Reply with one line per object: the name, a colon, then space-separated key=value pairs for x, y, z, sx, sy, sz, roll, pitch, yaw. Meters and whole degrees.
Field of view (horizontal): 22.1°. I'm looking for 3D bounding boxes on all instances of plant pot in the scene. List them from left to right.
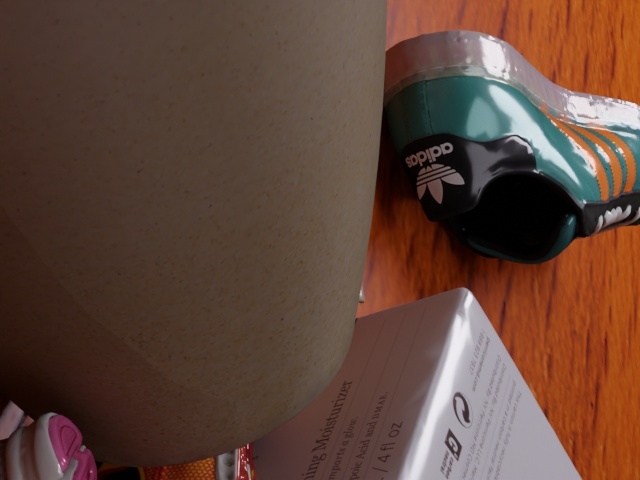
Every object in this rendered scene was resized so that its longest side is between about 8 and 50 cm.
plant pot: x=-0.080 y=-0.064 z=0.562 sx=0.256 sy=0.256 sz=0.274 roll=-70 pitch=151 yaw=-49

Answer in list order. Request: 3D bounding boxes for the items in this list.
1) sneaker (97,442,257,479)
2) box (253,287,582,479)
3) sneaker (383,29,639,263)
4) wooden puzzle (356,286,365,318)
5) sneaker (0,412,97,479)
sneaker: x=-0.058 y=0.076 z=0.677 sx=0.175 sy=0.067 sz=0.064 roll=-88 pitch=168 yaw=-62
box: x=0.039 y=0.153 z=0.740 sx=0.182 sy=0.119 sz=0.181 roll=58 pitch=31 yaw=-24
sneaker: x=0.142 y=-0.033 z=1.058 sx=0.302 sy=0.108 sz=0.121 roll=16 pitch=61 yaw=-48
wooden puzzle: x=0.000 y=0.000 z=0.873 sx=0.078 sy=0.014 sz=0.116 roll=28 pitch=51 yaw=-58
sneaker: x=-0.104 y=0.135 z=0.564 sx=0.063 sy=0.075 sz=0.170 roll=-95 pitch=177 yaw=-57
